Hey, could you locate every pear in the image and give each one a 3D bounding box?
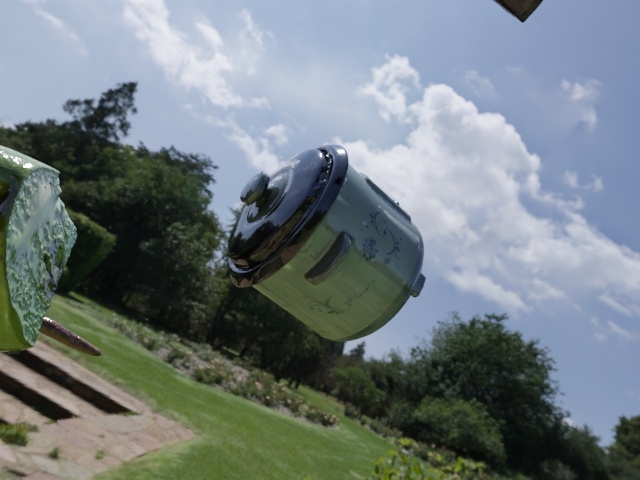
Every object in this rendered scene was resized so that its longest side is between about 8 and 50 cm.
[{"bbox_3d":[-0.519,-0.011,0.722,0.176,0.286,0.282,5,-41,-11],"label":"pear"}]

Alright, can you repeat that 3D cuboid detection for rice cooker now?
[{"bbox_3d":[0.000,0.000,0.750,0.317,0.264,0.316,41,6,-5],"label":"rice cooker"}]

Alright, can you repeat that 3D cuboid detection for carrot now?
[{"bbox_3d":[-0.562,0.221,1.050,0.036,0.035,0.165,7,-32,50],"label":"carrot"}]

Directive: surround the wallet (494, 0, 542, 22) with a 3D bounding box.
[{"bbox_3d":[0.351,-0.485,0.848,0.166,0.030,0.111,20,-54,-26],"label":"wallet"}]
